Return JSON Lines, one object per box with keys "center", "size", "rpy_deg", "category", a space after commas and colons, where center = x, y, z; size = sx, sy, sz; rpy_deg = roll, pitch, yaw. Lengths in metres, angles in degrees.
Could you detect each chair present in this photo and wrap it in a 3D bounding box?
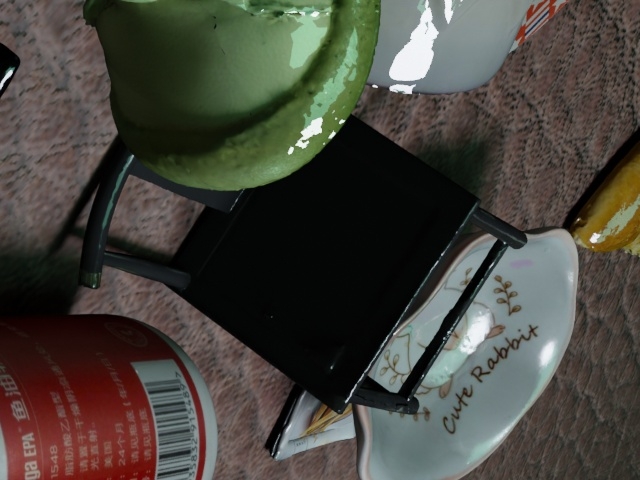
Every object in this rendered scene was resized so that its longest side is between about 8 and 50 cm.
{"center": [0.000, 0.000, 0.903], "size": [0.154, 0.141, 0.260], "rpy_deg": [-58, 158, 5], "category": "chair"}

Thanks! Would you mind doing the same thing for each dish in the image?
{"center": [0.084, 0.070, 1.146], "size": [0.229, 0.081, 0.229], "rpy_deg": [-28, 137, -31], "category": "dish"}

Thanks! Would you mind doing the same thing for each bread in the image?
{"center": [0.294, -0.049, 1.460], "size": [0.136, 0.054, 0.154], "rpy_deg": [-63, 157, 12], "category": "bread"}

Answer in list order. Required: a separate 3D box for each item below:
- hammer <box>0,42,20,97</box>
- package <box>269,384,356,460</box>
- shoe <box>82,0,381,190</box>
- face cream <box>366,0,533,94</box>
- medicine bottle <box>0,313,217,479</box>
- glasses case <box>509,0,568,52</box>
{"center": [-0.183, -0.146, 0.503], "size": [0.152, 0.044, 0.427], "rpy_deg": [-40, 151, -30], "category": "hammer"}
{"center": [0.045, 0.084, 1.211], "size": [0.173, 0.027, 0.171], "rpy_deg": [-6, 127, -53], "category": "package"}
{"center": [-0.062, -0.150, 0.583], "size": [0.128, 0.140, 0.262], "rpy_deg": [-4, 102, -32], "category": "shoe"}
{"center": [0.034, -0.184, 0.678], "size": [0.175, 0.175, 0.195], "rpy_deg": [-19, 138, -52], "category": "face cream"}
{"center": [-0.161, 0.100, 0.744], "size": [0.250, 0.131, 0.131], "rpy_deg": [3, 119, -61], "category": "medicine bottle"}
{"center": [0.144, -0.186, 1.020], "size": [0.194, 0.049, 0.073], "rpy_deg": [-44, 155, -22], "category": "glasses case"}
